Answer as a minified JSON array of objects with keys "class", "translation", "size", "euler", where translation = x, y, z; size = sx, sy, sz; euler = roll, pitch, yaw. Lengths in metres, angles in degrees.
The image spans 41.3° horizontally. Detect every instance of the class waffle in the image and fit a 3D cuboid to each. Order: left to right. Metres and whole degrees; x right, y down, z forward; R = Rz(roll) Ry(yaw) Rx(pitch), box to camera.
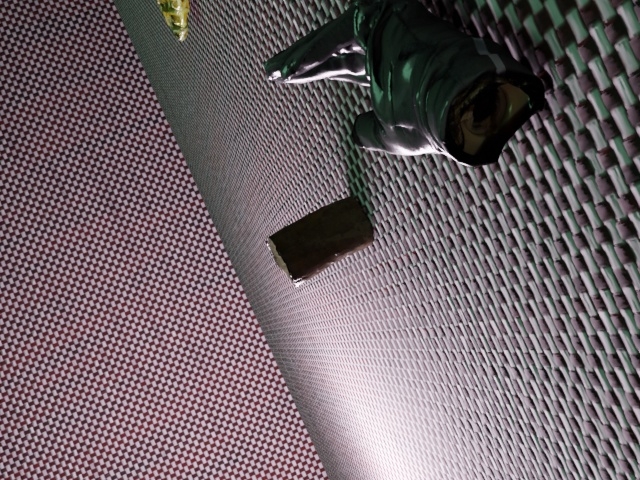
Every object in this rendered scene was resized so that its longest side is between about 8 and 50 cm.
[{"class":"waffle","translation":[-0.288,-0.498,1.569],"size":[0.204,0.054,0.223],"euler":[62,166,20]}]

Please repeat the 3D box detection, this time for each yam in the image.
[{"class":"yam","translation":[0.000,0.001,1.113],"size":[0.084,0.127,0.084],"euler":[61,172,15]}]

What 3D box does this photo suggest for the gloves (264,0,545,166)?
[{"class":"gloves","translation":[0.058,-0.119,0.661],"size":[0.285,0.119,0.142],"euler":[26,141,49]}]
